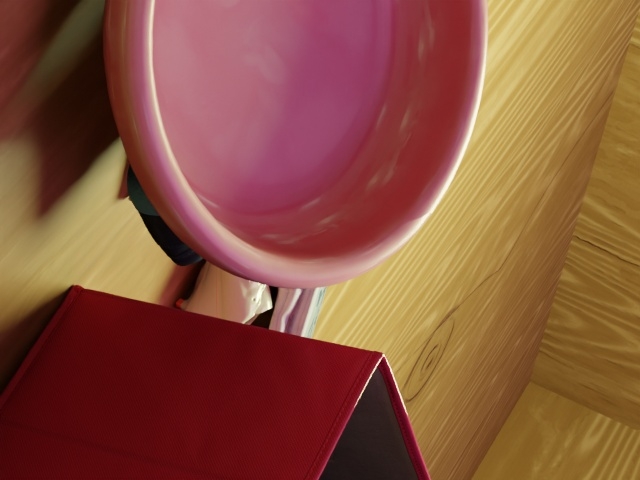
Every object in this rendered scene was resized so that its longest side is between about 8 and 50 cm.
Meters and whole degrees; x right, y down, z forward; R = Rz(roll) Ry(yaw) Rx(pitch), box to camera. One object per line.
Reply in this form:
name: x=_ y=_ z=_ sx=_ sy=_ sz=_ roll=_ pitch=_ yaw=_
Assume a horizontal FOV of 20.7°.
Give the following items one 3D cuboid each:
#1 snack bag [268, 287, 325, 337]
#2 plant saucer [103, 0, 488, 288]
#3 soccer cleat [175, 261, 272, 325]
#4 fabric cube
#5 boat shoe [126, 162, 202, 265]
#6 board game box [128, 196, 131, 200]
snack bag: x=0.000 y=0.000 z=1.626 sx=0.323 sy=0.037 sz=0.342 roll=-66 pitch=174 yaw=-73
plant saucer: x=-0.021 y=-0.136 z=1.167 sx=0.332 sy=0.084 sz=0.332 roll=-9 pitch=103 yaw=-44
soccer cleat: x=-0.066 y=0.022 z=1.486 sx=0.196 sy=0.076 sz=0.068 roll=-68 pitch=165 yaw=7
fabric cube: x=-0.091 y=0.222 z=1.231 sx=0.259 sy=0.258 sz=0.254 roll=-60 pitch=149 yaw=-33
boat shoe: x=-0.049 y=-0.080 z=1.287 sx=0.258 sy=0.109 sz=0.089 roll=-40 pitch=131 yaw=-31
board game box: x=-0.106 y=-0.079 z=1.308 sx=0.090 sy=0.020 sz=0.090 roll=-40 pitch=151 yaw=-57
